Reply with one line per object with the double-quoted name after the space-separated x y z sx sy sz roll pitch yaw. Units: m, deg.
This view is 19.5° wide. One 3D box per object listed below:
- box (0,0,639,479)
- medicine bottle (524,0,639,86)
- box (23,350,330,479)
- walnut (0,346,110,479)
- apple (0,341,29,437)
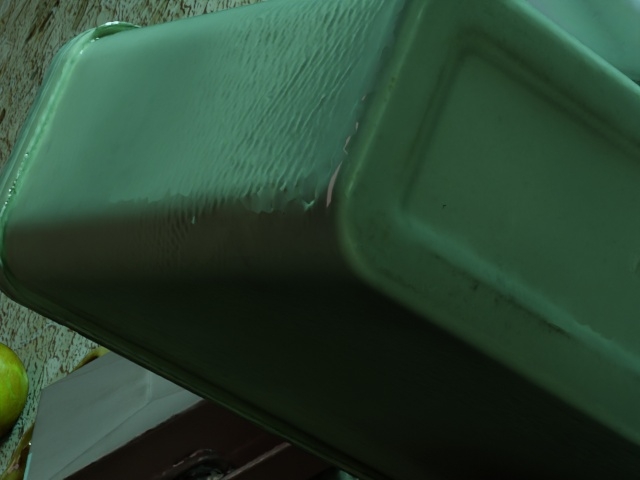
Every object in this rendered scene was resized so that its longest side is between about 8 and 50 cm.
0.052 0.016 0.996 0.344 0.352 0.177 -2 61 56 "box"
0.128 -0.204 1.197 0.302 0.241 0.241 -9 56 57 "medicine bottle"
-0.098 0.126 1.292 0.215 0.086 0.215 -30 16 6 "box"
-0.189 0.193 1.512 0.211 0.087 0.167 -55 23 12 "walnut"
-0.341 0.149 1.808 0.114 0.099 0.102 -29 42 40 "apple"
